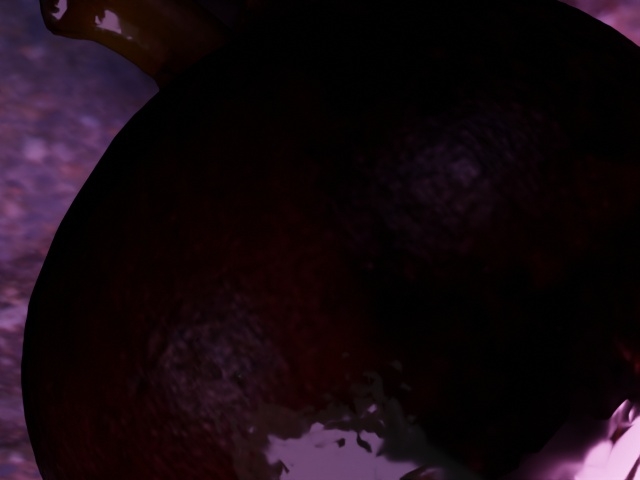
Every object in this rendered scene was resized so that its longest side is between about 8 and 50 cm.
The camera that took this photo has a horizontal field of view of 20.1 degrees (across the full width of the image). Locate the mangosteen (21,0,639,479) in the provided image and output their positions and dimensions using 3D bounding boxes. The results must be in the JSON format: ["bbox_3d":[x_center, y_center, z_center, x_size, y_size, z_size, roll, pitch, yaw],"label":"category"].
[{"bbox_3d":[0.000,0.000,0.573,0.261,0.235,0.235,55,137,12],"label":"mangosteen"}]
